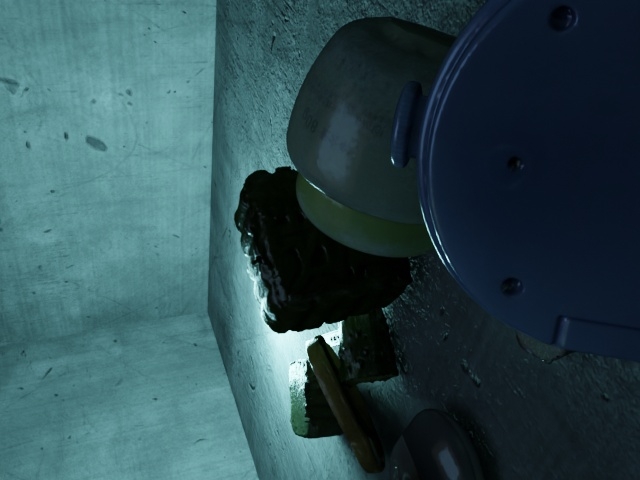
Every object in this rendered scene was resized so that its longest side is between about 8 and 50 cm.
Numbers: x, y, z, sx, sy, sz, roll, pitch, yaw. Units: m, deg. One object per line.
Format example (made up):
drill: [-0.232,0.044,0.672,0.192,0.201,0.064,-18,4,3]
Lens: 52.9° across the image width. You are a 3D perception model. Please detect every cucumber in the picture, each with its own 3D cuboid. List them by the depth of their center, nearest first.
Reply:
cucumber: [0.099,0.201,1.442,0.134,0.134,0.244,133,135,-65]

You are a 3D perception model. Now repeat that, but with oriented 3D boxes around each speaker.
speaker: [0.055,0.251,1.672,0.191,0.046,0.040,144,117,-67]

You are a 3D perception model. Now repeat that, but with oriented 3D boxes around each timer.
timer: [0.254,-0.085,0.575,0.173,0.395,0.395,-57,-27,-59]

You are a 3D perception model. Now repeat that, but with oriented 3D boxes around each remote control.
remote control: [0.216,0.458,1.231,0.332,0.103,0.221,108,145,-47]

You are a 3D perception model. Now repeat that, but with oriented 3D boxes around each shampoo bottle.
shampoo bottle: [0.113,-0.160,0.958,0.322,0.322,0.317,-121,34,-47]

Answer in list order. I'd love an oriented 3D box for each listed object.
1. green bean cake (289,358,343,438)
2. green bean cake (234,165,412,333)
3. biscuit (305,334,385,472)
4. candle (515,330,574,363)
green bean cake: [-0.015,0.439,1.823,0.222,0.125,0.227,142,120,-70]
green bean cake: [0.000,0.000,1.310,0.218,0.335,0.319,122,132,-62]
biscuit: [0.069,0.384,1.540,0.343,0.057,0.287,63,-177,12]
candle: [0.320,0.065,0.852,0.192,0.068,0.168,127,128,-60]
